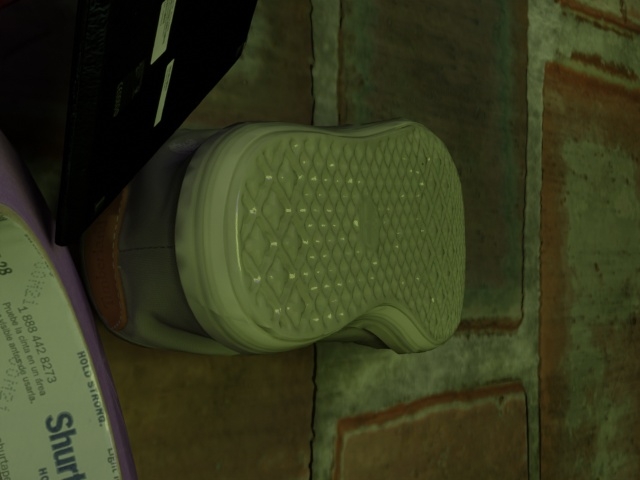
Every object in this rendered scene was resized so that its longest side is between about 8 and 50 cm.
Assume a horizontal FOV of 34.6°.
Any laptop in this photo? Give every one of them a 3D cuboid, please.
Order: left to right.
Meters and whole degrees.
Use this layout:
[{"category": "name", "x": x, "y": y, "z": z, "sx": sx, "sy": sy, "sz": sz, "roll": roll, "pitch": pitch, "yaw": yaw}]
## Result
[{"category": "laptop", "x": -0.085, "y": -0.176, "z": 0.470, "sx": 0.137, "sy": 0.234, "sz": 0.264, "roll": 31, "pitch": 53, "yaw": 5}]

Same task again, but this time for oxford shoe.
[{"category": "oxford shoe", "x": 0.000, "y": 0.000, "z": 0.690, "sx": 0.449, "sy": 0.130, "sz": 0.169, "roll": 1, "pitch": 84, "yaw": -65}]

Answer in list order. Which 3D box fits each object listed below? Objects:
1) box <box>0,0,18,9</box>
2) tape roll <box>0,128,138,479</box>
[{"category": "box", "x": -0.218, "y": -0.206, "z": 0.419, "sx": 0.122, "sy": 0.128, "sz": 0.256, "roll": -41, "pitch": 120, "yaw": -42}, {"category": "tape roll", "x": -0.144, "y": 0.088, "z": 0.407, "sx": 0.275, "sy": 0.090, "sz": 0.274, "roll": 165, "pitch": -90, "yaw": -88}]
